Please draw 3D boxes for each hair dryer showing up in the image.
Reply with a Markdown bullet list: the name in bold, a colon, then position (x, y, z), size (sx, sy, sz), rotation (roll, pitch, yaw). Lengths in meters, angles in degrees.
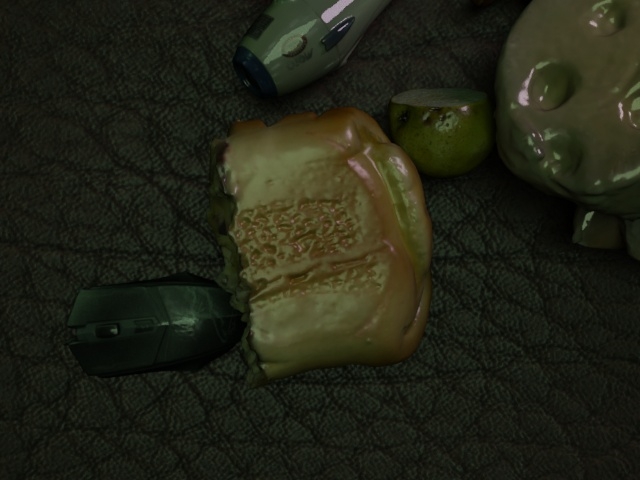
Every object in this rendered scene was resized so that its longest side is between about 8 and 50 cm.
- **hair dryer**: position (0.012, -0.347, 1.176), size (0.295, 0.119, 0.298), rotation (-23, 122, -24)

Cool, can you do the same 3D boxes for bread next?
- **bread**: position (0.000, 0.000, 1.148), size (0.270, 0.211, 0.316), rotation (-13, 95, -11)

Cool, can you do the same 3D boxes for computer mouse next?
- **computer mouse**: position (-0.206, 0.104, 1.194), size (0.231, 0.071, 0.126), rotation (-5, 87, -2)

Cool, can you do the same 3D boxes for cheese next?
- **cheese**: position (0.360, -0.169, 1.108), size (0.326, 0.115, 0.318), rotation (38, 83, 29)

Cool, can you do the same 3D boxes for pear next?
- **pear**: position (0.149, -0.130, 1.196), size (0.141, 0.141, 0.104), rotation (0, 107, -2)

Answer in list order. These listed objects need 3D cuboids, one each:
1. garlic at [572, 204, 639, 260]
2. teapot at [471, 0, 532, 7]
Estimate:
- **garlic**: position (0.448, -0.089, 1.191), size (0.279, 0.132, 0.325), rotation (34, 87, 22)
- **teapot**: position (0.292, -0.374, 1.207), size (0.252, 0.135, 0.178), rotation (-36, 85, -4)
